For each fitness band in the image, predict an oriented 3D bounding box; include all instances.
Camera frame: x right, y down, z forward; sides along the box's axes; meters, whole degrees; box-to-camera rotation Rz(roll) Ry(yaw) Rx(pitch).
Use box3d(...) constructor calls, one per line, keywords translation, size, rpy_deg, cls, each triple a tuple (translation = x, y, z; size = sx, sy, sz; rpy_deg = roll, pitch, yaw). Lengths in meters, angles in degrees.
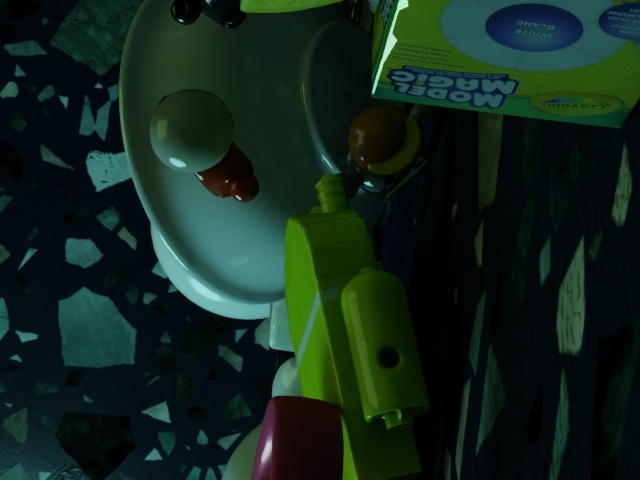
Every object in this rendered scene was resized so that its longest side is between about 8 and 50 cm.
box3d(translation=(-0.029, 0.240, 1.032), size=(0.209, 0.054, 0.291), rpy_deg=(105, 171, -71), cls="fitness band")

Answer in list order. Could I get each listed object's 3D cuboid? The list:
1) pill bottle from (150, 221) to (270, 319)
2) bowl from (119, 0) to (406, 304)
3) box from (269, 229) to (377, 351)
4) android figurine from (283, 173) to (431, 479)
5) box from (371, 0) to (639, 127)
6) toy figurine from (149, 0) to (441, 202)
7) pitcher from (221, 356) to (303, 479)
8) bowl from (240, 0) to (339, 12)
box3d(translation=(-0.088, -0.022, 2.009), size=(0.407, 0.229, 0.229), rpy_deg=(-173, 89, -86), cls="pill bottle")
box3d(translation=(-0.020, -0.101, 1.396), size=(0.298, 0.134, 0.298), rpy_deg=(20, -116, -50), cls="bowl")
box3d(translation=(0.000, 0.000, 1.667), size=(0.275, 0.094, 0.113), rpy_deg=(-91, 8, -62), cls="box")
box3d(translation=(0.022, 0.093, 1.125), size=(0.248, 0.056, 0.273), rpy_deg=(104, 157, -68), cls="android figurine")
box3d(translation=(0.076, -0.089, 0.601), size=(0.179, 0.105, 0.043), rpy_deg=(105, 171, -71), cls="box")
box3d(translation=(-0.014, -0.131, 1.210), size=(0.148, 0.209, 0.213), rpy_deg=(53, -138, -77), cls="toy figurine")
box3d(translation=(-0.009, 0.219, 1.426), size=(0.207, 0.125, 0.178), rpy_deg=(-69, -33, -63), cls="pitcher")
box3d(translation=(0.040, -0.278, 1.036), size=(0.289, 0.156, 0.289), rpy_deg=(-174, 90, -87), cls="bowl")
